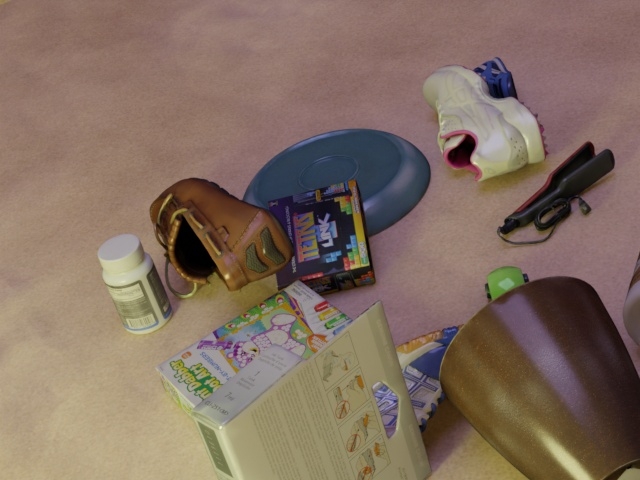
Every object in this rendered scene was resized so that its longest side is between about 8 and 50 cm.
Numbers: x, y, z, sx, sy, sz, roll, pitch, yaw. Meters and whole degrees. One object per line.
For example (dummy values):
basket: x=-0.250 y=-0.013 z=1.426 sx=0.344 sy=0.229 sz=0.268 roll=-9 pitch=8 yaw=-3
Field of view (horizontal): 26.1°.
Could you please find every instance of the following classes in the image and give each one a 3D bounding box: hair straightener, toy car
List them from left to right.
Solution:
toy car: x=0.252 y=0.096 z=1.810 sx=0.239 sy=0.053 sz=0.225 roll=-14 pitch=34 yaw=6
hair straightener: x=0.348 y=-0.063 z=2.001 sx=0.230 sy=0.047 sz=0.089 roll=-34 pitch=36 yaw=-23

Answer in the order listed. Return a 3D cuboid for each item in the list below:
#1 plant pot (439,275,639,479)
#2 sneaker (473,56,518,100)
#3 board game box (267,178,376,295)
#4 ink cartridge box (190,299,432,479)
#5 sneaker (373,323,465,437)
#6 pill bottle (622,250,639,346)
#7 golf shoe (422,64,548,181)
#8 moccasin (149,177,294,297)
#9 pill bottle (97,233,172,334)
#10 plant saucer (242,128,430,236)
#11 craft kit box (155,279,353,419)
plant pot: x=0.282 y=0.195 z=1.545 sx=0.215 sy=0.215 sz=0.230 roll=-24 pitch=48 yaw=-9
sneaker: x=0.293 y=-0.261 z=2.313 sx=0.059 sy=0.053 sz=0.144 roll=-18 pitch=25 yaw=-1
board game box: x=0.000 y=0.000 z=2.034 sx=0.141 sy=0.048 sz=0.170 roll=-13 pitch=49 yaw=6
ink cartridge box: x=-0.002 y=0.227 z=1.539 sx=0.239 sy=0.275 sz=0.060 roll=-38 pitch=38 yaw=-28
sneaker: x=0.103 y=0.200 z=1.685 sx=0.296 sy=0.112 sz=0.131 roll=-25 pitch=74 yaw=1
pill bottle: x=0.465 y=0.033 z=1.732 sx=0.131 sy=0.131 sz=0.229 roll=1 pitch=37 yaw=26
golf shoe: x=0.227 y=-0.188 z=2.186 sx=0.140 sy=0.115 sz=0.306 roll=-31 pitch=34 yaw=-13
moccasin: x=-0.176 y=0.003 z=2.054 sx=0.147 sy=0.139 sz=0.380 roll=-36 pitch=29 yaw=-16
pill bottle: x=-0.274 y=0.063 z=2.028 sx=0.078 sy=0.137 sz=0.078 roll=-12 pitch=33 yaw=8
plant saucer: x=0.017 y=-0.094 z=2.208 sx=0.317 sy=0.044 sz=0.318 roll=-13 pitch=34 yaw=9
craft kit box: x=-0.059 y=0.177 z=1.842 sx=0.246 sy=0.061 sz=0.250 roll=-34 pitch=36 yaw=-18
